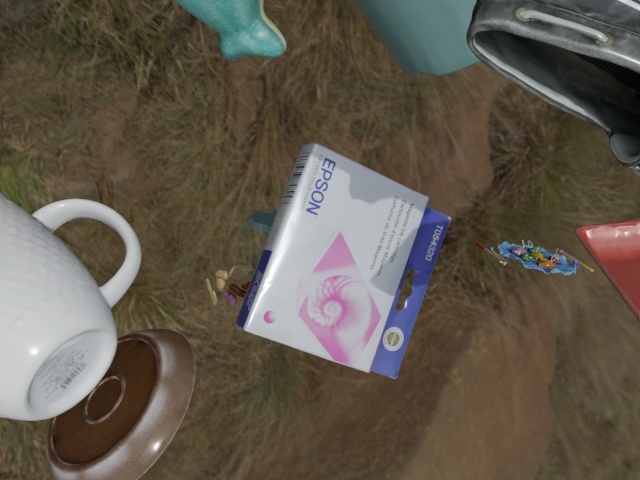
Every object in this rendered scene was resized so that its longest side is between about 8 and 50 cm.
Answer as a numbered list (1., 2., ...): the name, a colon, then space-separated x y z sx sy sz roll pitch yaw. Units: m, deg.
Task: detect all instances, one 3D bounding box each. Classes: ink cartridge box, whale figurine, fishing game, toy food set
1. ink cartridge box: 0.063 0.047 1.092 0.330 0.071 0.324 22 83 -22
2. whale figurine: -0.142 -0.329 0.787 0.141 0.216 0.272 -60 142 -35
3. fishing game: 0.515 0.034 1.523 0.264 0.189 0.041 6 109 -17
4. toy food set: -0.165 0.087 1.244 0.019 0.122 0.078 -26 99 -58

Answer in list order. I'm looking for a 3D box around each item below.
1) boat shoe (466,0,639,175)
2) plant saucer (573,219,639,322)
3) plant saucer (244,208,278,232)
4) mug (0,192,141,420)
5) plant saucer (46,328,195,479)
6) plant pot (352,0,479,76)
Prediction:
1. boat shoe: 0.258 -0.103 0.486 0.119 0.335 0.121 -59 176 -13
2. plant saucer: 0.398 0.040 0.587 0.258 0.259 0.048 -6 112 8
3. plant saucer: 0.000 0.000 1.313 0.317 0.317 0.043 24 86 -40
4. mug: -0.455 0.077 0.999 0.374 0.328 0.276 -45 157 -29
5. plant saucer: -0.343 0.270 1.057 0.310 0.310 0.050 -42 128 -2
6. plant pot: 0.155 -0.456 0.962 0.341 0.341 0.334 -42 125 -2
